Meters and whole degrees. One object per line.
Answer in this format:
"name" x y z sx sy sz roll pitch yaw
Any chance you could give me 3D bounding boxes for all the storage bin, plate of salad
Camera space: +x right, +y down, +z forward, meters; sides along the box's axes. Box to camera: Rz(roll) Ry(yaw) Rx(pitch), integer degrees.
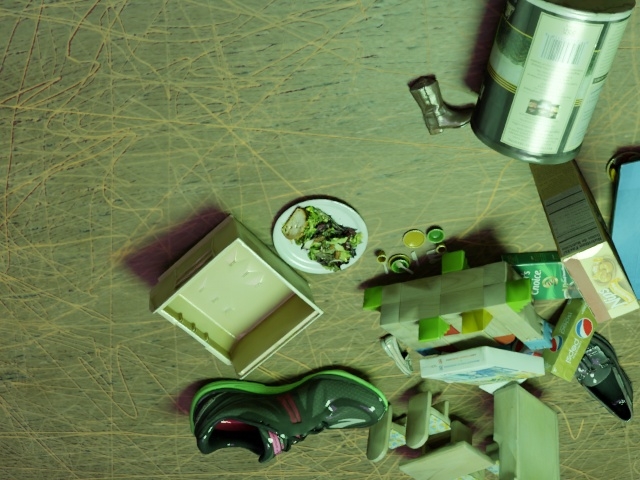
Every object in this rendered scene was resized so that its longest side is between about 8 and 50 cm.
"storage bin" -0.185 0.127 1.770 0.260 0.123 0.262 -41 120 12
"plate of salad" 0.000 0.000 1.749 0.200 0.048 0.199 0 128 0

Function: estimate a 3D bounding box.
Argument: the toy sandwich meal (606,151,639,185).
"toy sandwich meal" 0.608 -0.136 1.651 0.086 0.029 0.085 0 129 0

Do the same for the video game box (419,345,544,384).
"video game box" 0.355 0.279 1.836 0.205 0.048 0.187 15 158 -38

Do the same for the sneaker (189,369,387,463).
"sneaker" -0.075 0.439 2.001 0.483 0.202 0.185 -8 129 6

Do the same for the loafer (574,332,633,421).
"loafer" 0.663 0.319 1.972 0.109 0.095 0.302 -32 122 23

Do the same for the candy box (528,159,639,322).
"candy box" 0.485 -0.023 1.559 0.088 0.316 0.183 -26 125 19

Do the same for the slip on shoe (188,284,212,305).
"slip on shoe" -0.286 0.134 1.858 0.135 0.051 0.041 -40 116 18

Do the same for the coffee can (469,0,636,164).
"coffee can" 0.386 -0.297 1.413 0.202 0.201 0.275 6 128 -5

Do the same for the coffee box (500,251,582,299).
"coffee box" 0.483 0.079 1.815 0.184 0.040 0.113 -2 130 2

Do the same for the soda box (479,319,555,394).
"soda box" 0.465 0.275 1.955 0.074 0.069 0.216 30 122 -22

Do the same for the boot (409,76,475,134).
"boot" 0.230 -0.260 1.552 0.106 0.037 0.114 -20 121 13

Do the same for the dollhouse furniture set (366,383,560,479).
"dollhouse furniture set" 0.365 0.548 2.005 0.362 0.256 0.394 35 134 -25

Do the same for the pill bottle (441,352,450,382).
"pill bottle" 0.306 0.297 1.988 0.043 0.043 0.083 -8 128 6

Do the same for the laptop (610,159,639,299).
"laptop" 0.817 0.022 1.646 0.236 0.408 0.382 -34 135 -27

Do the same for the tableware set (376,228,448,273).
"tableware set" 0.197 0.026 1.785 0.154 0.024 0.104 -14 127 12

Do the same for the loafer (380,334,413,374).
"loafer" 0.190 0.270 1.969 0.039 0.045 0.125 -32 119 15

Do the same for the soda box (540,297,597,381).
"soda box" 0.555 0.217 1.854 0.061 0.058 0.181 28 87 -21

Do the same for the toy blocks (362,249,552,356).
"toy blocks" 0.319 0.168 1.799 0.381 0.190 0.261 -14 146 32
